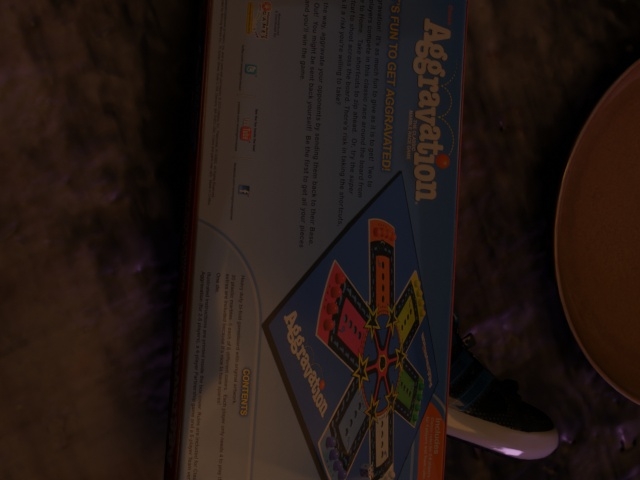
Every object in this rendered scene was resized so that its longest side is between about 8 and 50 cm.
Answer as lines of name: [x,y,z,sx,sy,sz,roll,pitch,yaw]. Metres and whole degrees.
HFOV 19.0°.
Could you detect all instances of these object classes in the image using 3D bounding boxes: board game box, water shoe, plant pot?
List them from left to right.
board game box: [0.000,0.000,0.985,0.145,0.027,0.281,6,82,-17]
water shoe: [0.060,0.062,1.050,0.203,0.073,0.080,23,86,-29]
plant pot: [0.231,-0.012,1.150,0.236,0.032,0.236,-5,101,-28]
